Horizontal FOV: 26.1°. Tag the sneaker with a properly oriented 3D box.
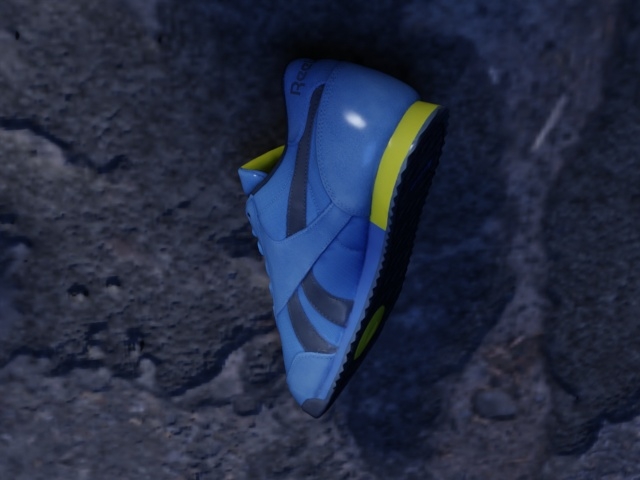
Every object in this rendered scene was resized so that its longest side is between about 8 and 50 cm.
[{"bbox_3d":[0.000,0.000,0.667,0.082,0.069,0.209,24,135,13],"label":"sneaker"}]
